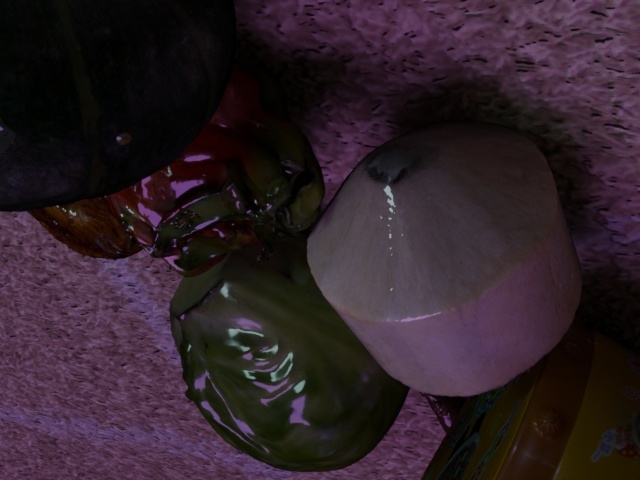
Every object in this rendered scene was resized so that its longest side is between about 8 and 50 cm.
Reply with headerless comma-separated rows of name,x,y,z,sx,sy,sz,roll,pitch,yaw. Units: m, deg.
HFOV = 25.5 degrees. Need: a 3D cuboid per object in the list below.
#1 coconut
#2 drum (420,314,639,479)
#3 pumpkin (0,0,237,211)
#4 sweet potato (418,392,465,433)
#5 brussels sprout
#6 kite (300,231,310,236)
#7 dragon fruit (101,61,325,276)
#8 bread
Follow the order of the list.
coconut,0.095,0.005,1.104,0.202,0.202,0.222,8,147,30
drum,0.193,0.281,1.235,0.214,0.431,0.431,28,150,2
pumpkin,-0.212,-0.147,1.016,0.300,0.300,0.207,22,139,11
sweet potato,0.179,0.223,1.497,0.226,0.068,0.068,35,149,-11
brussels sprout,-0.027,0.103,1.341,0.244,0.244,0.244,20,149,13
kite,0.002,-0.003,1.360,0.078,0.002,0.044,32,149,-8
dragon fruit,-0.095,-0.045,1.169,0.198,0.269,0.200,7,119,-32
bread,-0.240,-0.055,1.422,0.193,0.064,0.193,25,148,17
